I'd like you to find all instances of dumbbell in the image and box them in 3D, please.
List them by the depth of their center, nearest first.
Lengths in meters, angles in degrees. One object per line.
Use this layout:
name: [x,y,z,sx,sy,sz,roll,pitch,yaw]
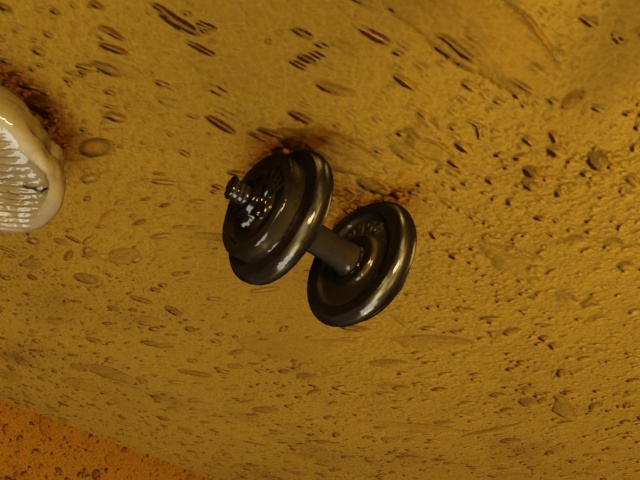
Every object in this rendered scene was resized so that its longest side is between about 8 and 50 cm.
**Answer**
dumbbell: [0.000,0.000,0.915,0.290,0.192,0.192,31,143,-29]

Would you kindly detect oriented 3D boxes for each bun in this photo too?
bun: [-0.438,-0.120,0.923,0.210,0.116,0.237,2,131,7]
